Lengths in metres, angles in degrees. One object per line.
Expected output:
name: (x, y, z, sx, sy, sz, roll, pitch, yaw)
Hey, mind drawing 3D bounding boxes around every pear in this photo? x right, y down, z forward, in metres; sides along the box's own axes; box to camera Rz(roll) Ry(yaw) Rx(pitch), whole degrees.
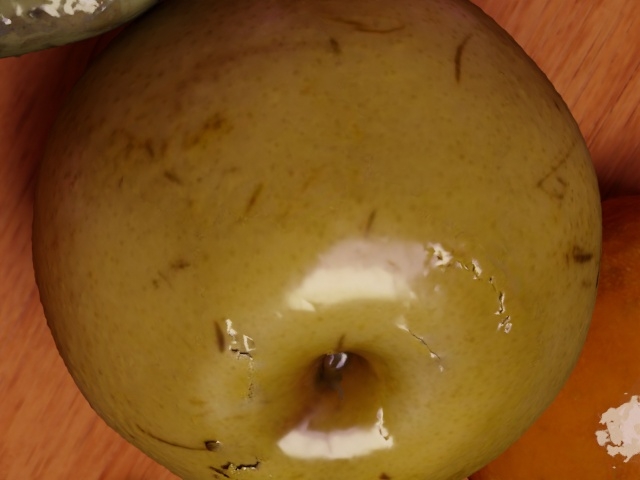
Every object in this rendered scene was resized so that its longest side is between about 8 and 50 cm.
pear: (0.000, 0.000, 0.971, 0.348, 0.348, 0.348, -12, 121, -20)

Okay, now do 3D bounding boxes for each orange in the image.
orange: (0.232, 0.106, 1.201, 0.283, 0.226, 0.284, -15, 122, -26)

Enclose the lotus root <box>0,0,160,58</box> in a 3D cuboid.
lotus root: (-0.207, -0.172, 0.862, 0.309, 0.173, 0.173, -10, 121, -9)
